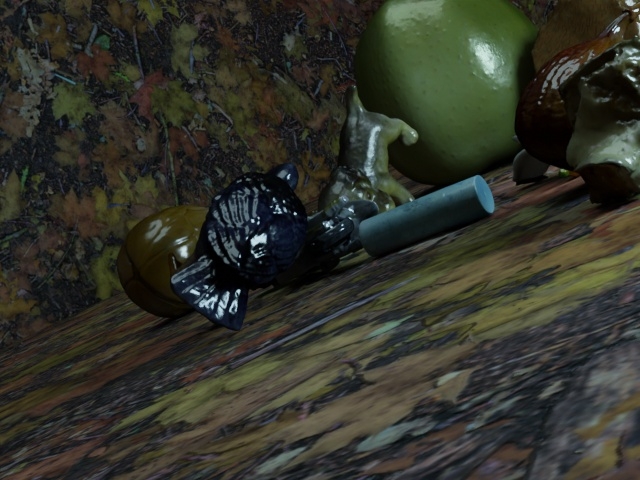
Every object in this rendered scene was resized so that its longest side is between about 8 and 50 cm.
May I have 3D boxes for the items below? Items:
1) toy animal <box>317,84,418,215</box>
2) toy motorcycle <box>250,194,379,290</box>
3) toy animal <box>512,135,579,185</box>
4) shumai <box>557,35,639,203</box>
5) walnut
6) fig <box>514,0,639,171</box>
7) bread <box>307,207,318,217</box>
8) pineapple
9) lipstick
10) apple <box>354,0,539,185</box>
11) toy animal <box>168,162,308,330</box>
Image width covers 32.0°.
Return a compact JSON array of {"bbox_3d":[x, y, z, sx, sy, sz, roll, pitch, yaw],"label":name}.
[{"bbox_3d":[0.070,-0.094,1.662,0.121,0.233,0.168,-9,-30,30],"label":"toy animal"},{"bbox_3d":[0.000,0.000,1.431,0.152,0.073,0.225,-36,3,-36],"label":"toy motorcycle"},{"bbox_3d":[0.301,-0.116,1.310,0.181,0.131,0.127,-15,-25,19],"label":"toy animal"},{"bbox_3d":[0.259,-0.093,0.955,0.116,0.145,0.145,-48,16,-29],"label":"shumai"},{"bbox_3d":[-0.213,0.029,1.682,0.167,0.167,0.207,-21,3,34],"label":"walnut"},{"bbox_3d":[0.279,-0.165,1.106,0.133,0.201,0.146,20,5,12],"label":"fig"},{"bbox_3d":[0.014,-0.030,1.833,0.113,0.060,0.082,-23,3,31],"label":"bread"},{"bbox_3d":[0.497,-0.305,1.805,0.222,0.223,0.357,-21,-4,35],"label":"pineapple"},{"bbox_3d":[0.121,-0.027,1.290,0.157,0.048,0.048,-22,5,29],"label":"lipstick"},{"bbox_3d":[0.232,-0.271,1.914,0.357,0.357,0.357,-23,4,2],"label":"apple"},{"bbox_3d":[-0.095,0.004,1.307,0.185,0.122,0.298,-43,7,14],"label":"toy animal"}]
